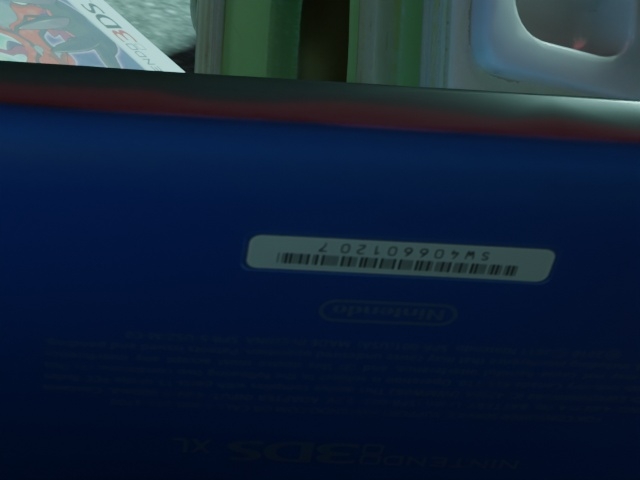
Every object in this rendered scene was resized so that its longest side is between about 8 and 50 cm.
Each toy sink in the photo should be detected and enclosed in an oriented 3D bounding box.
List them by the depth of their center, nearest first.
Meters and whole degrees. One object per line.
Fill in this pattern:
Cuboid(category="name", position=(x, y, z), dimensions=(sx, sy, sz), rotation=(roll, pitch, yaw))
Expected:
Cuboid(category="toy sink", position=(0.063, -0.069, 0.674), dimensions=(0.131, 0.152, 0.234), rotation=(7, -7, -37))

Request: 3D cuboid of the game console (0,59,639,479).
Cuboid(category="game console", position=(0.000, 0.000, 0.547), dimensions=(0.293, 0.250, 0.173), rotation=(2, 48, -9))

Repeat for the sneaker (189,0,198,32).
Cuboid(category="sneaker", position=(0.074, -0.109, 1.016), dimensions=(0.293, 0.108, 0.169), rotation=(11, 20, 21))

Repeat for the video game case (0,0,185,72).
Cuboid(category="video game case", position=(-0.149, -0.081, 0.837), dimensions=(0.201, 0.023, 0.183), rotation=(-7, 41, -48))
